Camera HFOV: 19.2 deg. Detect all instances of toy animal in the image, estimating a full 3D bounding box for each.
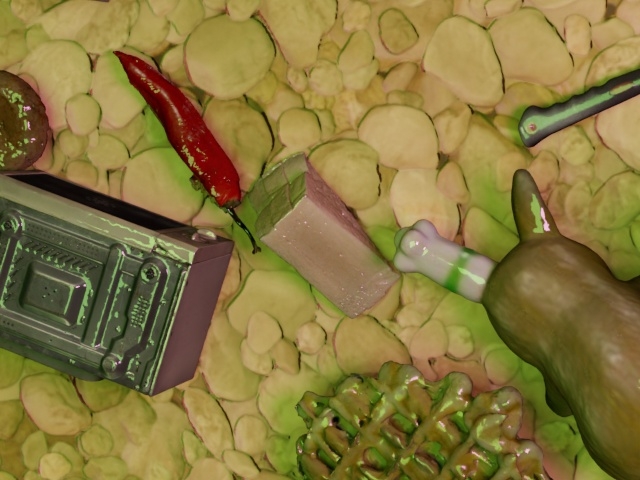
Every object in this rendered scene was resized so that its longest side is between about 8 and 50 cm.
[{"bbox_3d":[0.252,0.077,1.844,0.181,0.180,0.363,-48,59,8],"label":"toy animal"}]

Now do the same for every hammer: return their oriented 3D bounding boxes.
[{"bbox_3d":[0.327,-0.163,1.860,0.287,0.033,0.111,-22,87,17],"label":"hammer"}]

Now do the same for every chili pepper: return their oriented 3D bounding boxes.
[{"bbox_3d":[-0.134,-0.101,1.990,0.050,0.059,0.268,-34,79,7],"label":"chili pepper"}]

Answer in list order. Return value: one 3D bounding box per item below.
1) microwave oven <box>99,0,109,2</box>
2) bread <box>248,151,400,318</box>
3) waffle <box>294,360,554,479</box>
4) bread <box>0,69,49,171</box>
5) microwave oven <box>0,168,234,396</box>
[{"bbox_3d":[-0.271,-0.337,1.929,0.129,0.205,0.163,31,101,11],"label":"microwave oven"},{"bbox_3d":[0.003,-0.005,1.972,0.077,0.105,0.152,-40,115,15],"label":"bread"},{"bbox_3d":[0.104,0.275,1.908,0.297,0.073,0.317,-3,107,27],"label":"waffle"},{"bbox_3d":[-0.331,-0.129,2.040,0.082,0.060,0.113,-9,94,17],"label":"bread"},{"bbox_3d":[-0.242,0.048,1.987,0.240,0.145,0.194,20,97,13],"label":"microwave oven"}]
